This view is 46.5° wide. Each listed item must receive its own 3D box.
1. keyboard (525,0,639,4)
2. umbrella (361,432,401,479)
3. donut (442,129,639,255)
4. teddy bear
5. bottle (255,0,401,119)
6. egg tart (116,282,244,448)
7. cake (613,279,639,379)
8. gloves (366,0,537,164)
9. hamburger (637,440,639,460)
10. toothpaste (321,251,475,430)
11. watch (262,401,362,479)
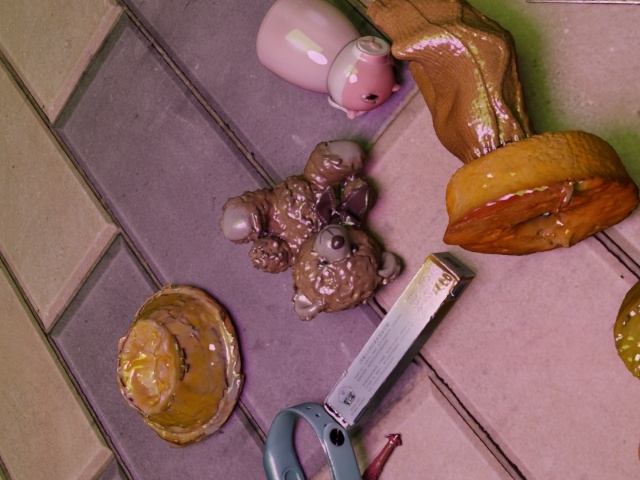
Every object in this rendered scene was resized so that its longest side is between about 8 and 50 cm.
[{"bbox_3d":[0.438,-0.374,1.013,0.316,0.027,0.106,12,95,33],"label":"keyboard"},{"bbox_3d":[0.084,0.379,1.211,0.165,0.025,0.027,-59,42,13],"label":"umbrella"},{"bbox_3d":[0.282,-0.049,0.980,0.253,0.253,0.118,-26,64,29],"label":"donut"},{"bbox_3d":[0.000,0.000,1.206,0.267,0.156,0.256,-29,66,-2],"label":"teddy bear"},{"bbox_3d":[0.023,-0.296,1.214,0.236,0.147,0.148,37,107,21],"label":"bottle"},{"bbox_3d":[-0.286,0.238,1.401,0.314,0.120,0.315,-1,88,34],"label":"egg tart"},{"bbox_3d":[0.490,0.078,0.886,0.179,0.156,0.260,43,116,10],"label":"cake"},{"bbox_3d":[0.203,-0.247,1.077,0.155,0.203,0.356,-33,75,4],"label":"gloves"},{"bbox_3d":[0.453,0.272,0.966,0.076,0.044,0.083,8,90,32],"label":"hamburger"},{"bbox_3d":[0.120,0.160,1.161,0.071,0.089,0.313,39,108,20],"label":"toothpaste"},{"bbox_3d":[-0.009,0.388,1.222,0.195,0.068,0.237,-37,66,44],"label":"watch"}]
